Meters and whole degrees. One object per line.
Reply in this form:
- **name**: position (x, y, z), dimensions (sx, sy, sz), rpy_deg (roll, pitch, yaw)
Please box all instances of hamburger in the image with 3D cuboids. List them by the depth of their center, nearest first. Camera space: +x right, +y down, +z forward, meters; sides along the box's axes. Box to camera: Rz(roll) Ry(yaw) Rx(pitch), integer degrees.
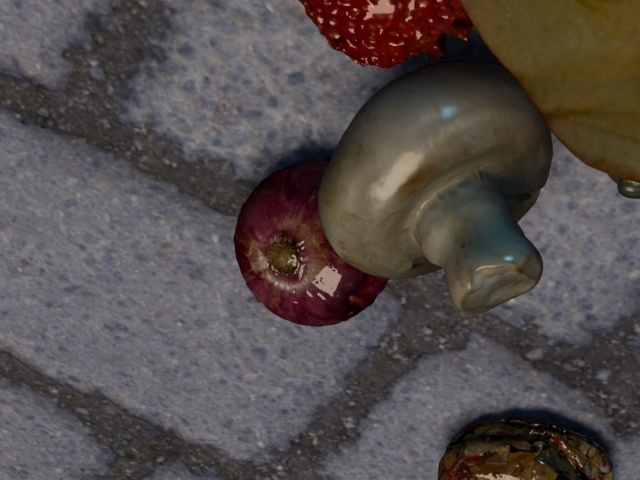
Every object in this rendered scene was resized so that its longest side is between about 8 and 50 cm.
- **hamburger**: position (0.254, 0.312, 1.714), dimensions (0.231, 0.107, 0.231), rpy_deg (15, 143, 11)

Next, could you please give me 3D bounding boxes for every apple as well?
- **apple**: position (0.246, -0.234, 1.005), dimensions (0.329, 0.295, 0.365), rpy_deg (-43, 86, 14)

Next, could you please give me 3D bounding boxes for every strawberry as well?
- **strawberry**: position (0.039, -0.249, 1.204), dimensions (0.174, 0.098, 0.228), rpy_deg (-20, 126, 33)

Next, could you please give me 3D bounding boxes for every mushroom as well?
- **mushroom**: position (0.127, -0.036, 1.279), dimensions (0.243, 0.243, 0.243), rpy_deg (10, 137, 9)

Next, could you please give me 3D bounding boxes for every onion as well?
- **onion**: position (-0.004, 0.002, 1.448), dimensions (0.177, 0.153, 0.177), rpy_deg (18, 135, 19)

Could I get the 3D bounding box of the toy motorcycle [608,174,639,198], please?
- **toy motorcycle**: position (0.372, -0.112, 1.189), dimensions (0.275, 0.127, 0.205), rpy_deg (-13, 144, 18)
